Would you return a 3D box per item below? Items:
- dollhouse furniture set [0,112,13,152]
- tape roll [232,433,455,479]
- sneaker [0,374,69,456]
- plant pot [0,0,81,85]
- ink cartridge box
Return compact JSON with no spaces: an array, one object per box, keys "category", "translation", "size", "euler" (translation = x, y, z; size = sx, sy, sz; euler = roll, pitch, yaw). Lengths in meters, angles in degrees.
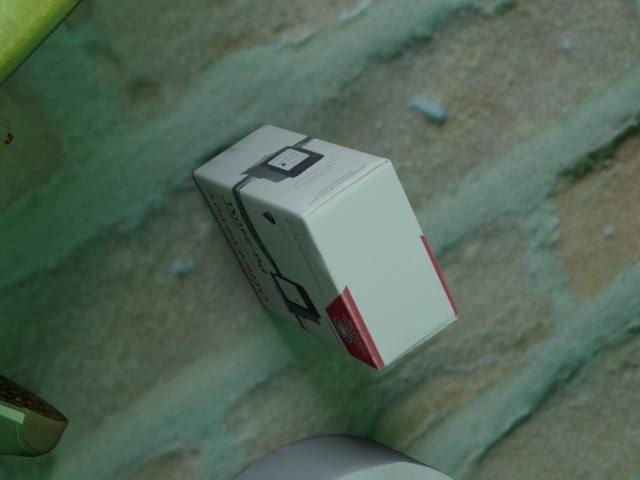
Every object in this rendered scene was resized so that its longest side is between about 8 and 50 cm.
[{"category":"dollhouse furniture set","translation":[-0.224,-0.101,0.779],"size":[0.129,0.129,0.183],"euler":[43,50,-31]},{"category":"tape roll","translation":[0.014,0.240,1.003],"size":[0.219,0.072,0.219],"euler":[-7,102,-32]},{"category":"sneaker","translation":[-0.237,0.095,0.830],"size":[0.192,0.064,0.086],"euler":[29,91,-32]},{"category":"plant pot","translation":[-0.243,-0.188,0.515],"size":[0.353,0.366,0.366],"euler":[46,74,-22]},{"category":"ink cartridge box","translation":[0.000,0.000,0.905],"size":[0.063,0.150,0.109],"euler":[-35,115,-18]}]
